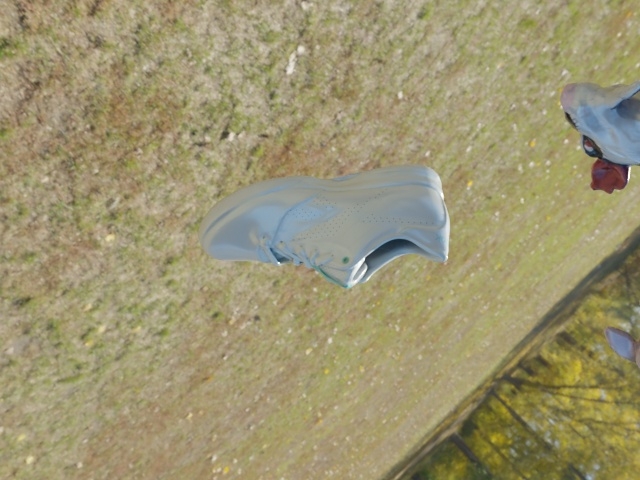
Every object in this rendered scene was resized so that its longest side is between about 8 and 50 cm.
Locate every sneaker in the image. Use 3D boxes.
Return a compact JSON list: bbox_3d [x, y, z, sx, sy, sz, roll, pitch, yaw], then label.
[{"bbox_3d":[0.000,0.000,0.462,0.212,0.094,0.080,-11,151,8],"label":"sneaker"}]

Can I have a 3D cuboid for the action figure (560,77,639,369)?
[{"bbox_3d":[0.224,-0.086,0.210,0.276,0.248,0.370,-12,180,-2],"label":"action figure"}]
